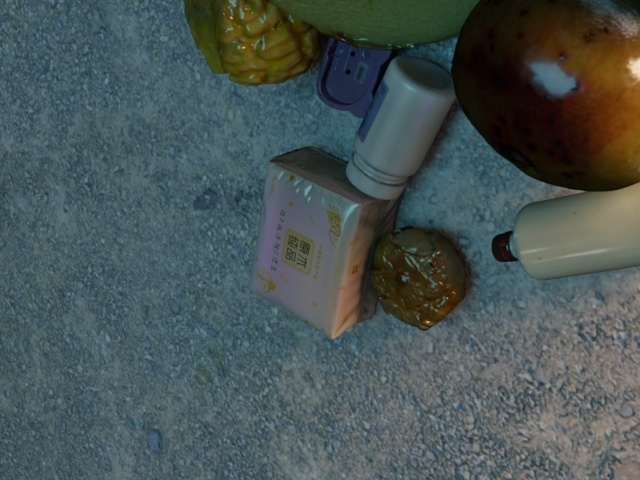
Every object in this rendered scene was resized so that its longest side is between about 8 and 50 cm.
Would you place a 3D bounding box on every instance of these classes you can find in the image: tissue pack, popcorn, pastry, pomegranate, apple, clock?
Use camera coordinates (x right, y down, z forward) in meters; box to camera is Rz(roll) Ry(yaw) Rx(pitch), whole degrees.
[{"bbox_3d":[0.000,0.000,1.681,0.185,0.124,0.225,27,120,30],"label":"tissue pack"},{"bbox_3d":[-0.096,-0.354,1.625,0.250,0.190,0.250,28,128,43],"label":"popcorn"},{"bbox_3d":[0.139,0.053,1.605,0.153,0.081,0.153,20,125,31],"label":"pastry"},{"bbox_3d":[0.310,-0.212,1.296,0.291,0.323,0.290,25,148,17],"label":"pomegranate"},{"bbox_3d":[0.100,-0.380,1.440,0.346,0.179,0.254,-25,83,40],"label":"apple"},{"bbox_3d":[0.061,-0.255,1.600,0.110,0.050,0.152,36,124,28],"label":"clock"}]

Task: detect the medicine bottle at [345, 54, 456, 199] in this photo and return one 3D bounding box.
[{"bbox_3d":[0.109,-0.155,1.552,0.103,0.103,0.186,43,127,24],"label":"medicine bottle"}]

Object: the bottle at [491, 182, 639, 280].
[{"bbox_3d":[0.326,-0.007,1.406,0.245,0.104,0.104,-12,95,42],"label":"bottle"}]
